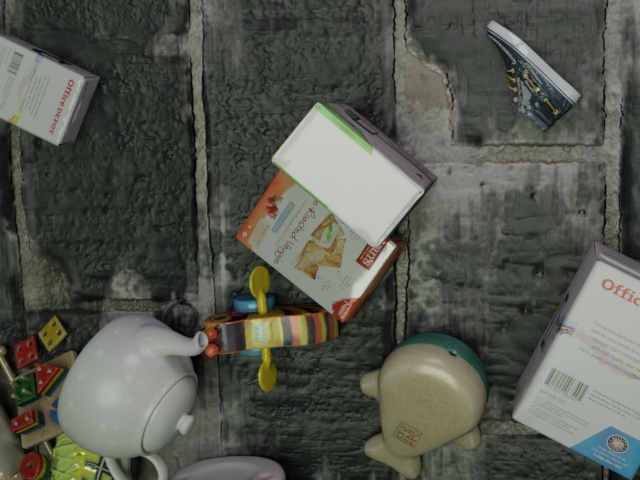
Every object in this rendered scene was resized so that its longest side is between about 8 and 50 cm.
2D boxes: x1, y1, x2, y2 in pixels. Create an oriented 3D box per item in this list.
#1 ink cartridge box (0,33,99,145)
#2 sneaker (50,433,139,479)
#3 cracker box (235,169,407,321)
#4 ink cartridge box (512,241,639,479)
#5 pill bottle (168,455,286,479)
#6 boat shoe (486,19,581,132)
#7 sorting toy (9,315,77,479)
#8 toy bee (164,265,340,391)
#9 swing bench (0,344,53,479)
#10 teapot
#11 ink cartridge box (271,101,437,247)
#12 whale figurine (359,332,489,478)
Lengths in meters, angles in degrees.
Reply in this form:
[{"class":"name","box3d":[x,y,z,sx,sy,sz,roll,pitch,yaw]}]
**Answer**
[{"class":"ink cartridge box","box3d":[-0.477,-0.251,1.890,0.175,0.072,0.127,26,103,6]},{"class":"sneaker","box3d":[-0.397,0.427,1.902,0.145,0.147,0.385,-21,74,34]},{"class":"cracker box","box3d":[0.000,0.000,1.816,0.232,0.067,0.156,37,104,14]},{"class":"ink cartridge box","box3d":[0.441,0.172,1.705,0.198,0.197,0.270,27,103,7]},{"class":"pill bottle","box3d":[-0.142,0.560,1.882,0.204,0.204,0.361,-3,98,12]},{"class":"boat shoe","box3d":[0.307,-0.251,1.734,0.183,0.065,0.083,43,103,1]},{"class":"sorting toy","box3d":[-0.471,0.258,1.915,0.132,0.046,0.275,-25,60,20]},{"class":"toy bee","box3d":[-0.121,0.158,1.838,0.298,0.162,0.195,-25,95,14]},{"class":"swing bench","box3d":[-0.629,0.361,1.975,0.254,0.165,0.253,-26,94,20]},{"class":"teapot","box3d":[-0.283,0.257,1.805,0.187,0.256,0.253,30,73,17]},{"class":"ink cartridge box","box3d":[0.059,-0.106,1.702,0.198,0.273,0.115,40,102,3]},{"class":"whale figurine","box3d":[0.167,0.263,1.827,0.216,0.141,0.272,27,127,7]}]
